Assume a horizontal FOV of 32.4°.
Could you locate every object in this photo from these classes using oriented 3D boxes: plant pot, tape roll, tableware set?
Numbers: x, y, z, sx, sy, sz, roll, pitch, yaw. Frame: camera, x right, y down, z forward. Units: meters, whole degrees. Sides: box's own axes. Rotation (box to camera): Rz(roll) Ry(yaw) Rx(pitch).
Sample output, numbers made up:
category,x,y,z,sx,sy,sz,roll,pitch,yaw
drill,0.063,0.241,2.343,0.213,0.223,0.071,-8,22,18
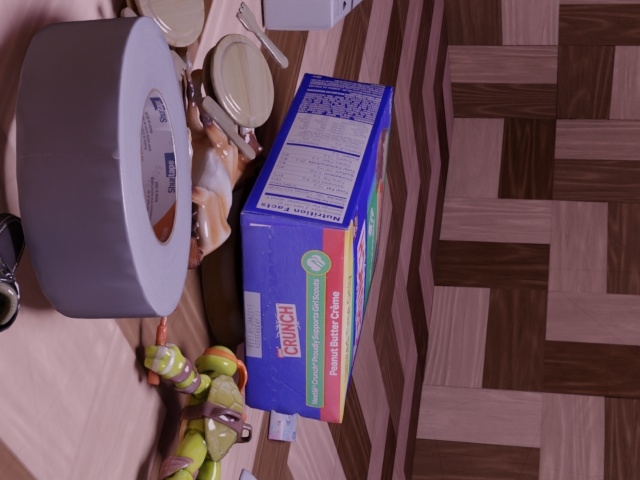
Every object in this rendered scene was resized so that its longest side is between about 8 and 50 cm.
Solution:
category,x,y,z,sx,sy,sz,roll,pitch,yaw
plant pot,-0.086,0.007,1.276,0.236,0.032,0.236,2,90,-78
tape roll,-0.151,-0.051,0.806,0.219,0.072,0.219,-3,90,-84
tableware set,-0.110,-0.175,0.979,0.194,0.039,0.128,48,46,-38

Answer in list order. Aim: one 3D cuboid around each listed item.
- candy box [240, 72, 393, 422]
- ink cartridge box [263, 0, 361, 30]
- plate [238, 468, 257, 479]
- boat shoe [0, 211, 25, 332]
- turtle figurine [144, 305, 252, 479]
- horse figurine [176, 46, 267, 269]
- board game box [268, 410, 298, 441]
category,x,y,z,sx,sy,sz,roll,pitch,yaw
candy box,0.000,0.000,1.266,0.317,0.122,0.268,-71,166,-53
ink cartridge box,-0.007,-0.370,1.420,0.219,0.093,0.160,-59,149,-64
plate,-0.063,0.424,1.133,0.277,0.045,0.278,-79,164,-66
boat shoe,-0.209,0.037,0.679,0.152,0.049,0.056,-75,161,-48
turtle figurine,-0.109,0.192,1.073,0.269,0.087,0.217,73,23,-57
horse figurine,-0.115,-0.062,1.053,0.263,0.066,0.174,-83,164,-46
board game box,-0.048,0.230,1.511,0.090,0.020,0.090,48,45,-73
